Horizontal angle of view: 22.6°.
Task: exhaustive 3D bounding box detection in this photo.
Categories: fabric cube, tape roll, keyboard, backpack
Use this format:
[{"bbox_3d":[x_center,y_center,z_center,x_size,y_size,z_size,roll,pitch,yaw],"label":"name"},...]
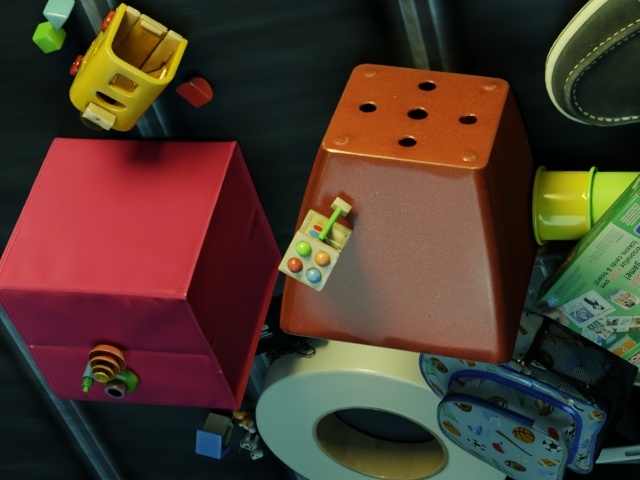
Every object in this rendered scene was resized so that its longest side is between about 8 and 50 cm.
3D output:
[{"bbox_3d":[-0.223,0.042,2.052,0.258,0.254,0.259,1,141,17],"label":"fabric cube"},{"bbox_3d":[0.096,0.277,2.391,0.392,0.072,0.392,10,143,8],"label":"tape roll"},{"bbox_3d":[-0.073,0.129,2.305,0.192,0.038,0.100,-19,108,40],"label":"keyboard"},{"bbox_3d":[0.258,0.185,2.087,0.263,0.213,0.276,31,151,19],"label":"backpack"}]

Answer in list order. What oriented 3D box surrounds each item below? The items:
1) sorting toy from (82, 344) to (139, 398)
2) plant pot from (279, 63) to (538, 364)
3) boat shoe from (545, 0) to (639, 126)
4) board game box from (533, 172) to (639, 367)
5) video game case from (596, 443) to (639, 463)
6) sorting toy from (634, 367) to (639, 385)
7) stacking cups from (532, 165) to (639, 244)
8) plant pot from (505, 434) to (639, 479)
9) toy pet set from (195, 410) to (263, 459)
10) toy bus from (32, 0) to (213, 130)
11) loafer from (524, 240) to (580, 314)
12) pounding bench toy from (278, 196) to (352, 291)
[{"bbox_3d":[-0.265,0.172,1.986,0.061,0.042,0.102,3,142,16],"label":"sorting toy"},{"bbox_3d":[0.110,-0.050,1.816,0.267,0.267,0.235,8,129,12],"label":"plant pot"},{"bbox_3d":[0.431,-0.198,1.560,0.500,0.156,0.187,-15,136,38],"label":"boat shoe"},{"bbox_3d":[0.404,0.034,1.790,0.214,0.046,0.317,29,140,-4],"label":"board game box"},{"bbox_3d":[0.501,0.289,2.204,0.183,0.023,0.201,-12,167,34],"label":"video game case"},{"bbox_3d":[0.536,0.127,2.002,0.307,0.041,0.229,9,135,14],"label":"sorting toy"},{"bbox_3d":[0.406,-0.034,1.836,0.316,0.096,0.096,3,142,18],"label":"stacking cups"},{"bbox_3d":[0.378,0.377,2.334,0.167,0.188,0.187,10,145,-14],"label":"plant pot"},{"bbox_3d":[-0.136,0.314,2.517,0.114,0.065,0.122,12,156,17],"label":"toy pet set"},{"bbox_3d":[-0.243,-0.182,1.886,0.191,0.104,0.202,1,141,21],"label":"toy bus"},{"bbox_3d":[0.372,0.029,1.940,0.303,0.095,0.109,-7,124,33],"label":"loafer"},{"bbox_3d":[0.000,0.000,1.698,0.052,0.065,0.083,28,119,1],"label":"pounding bench toy"}]
